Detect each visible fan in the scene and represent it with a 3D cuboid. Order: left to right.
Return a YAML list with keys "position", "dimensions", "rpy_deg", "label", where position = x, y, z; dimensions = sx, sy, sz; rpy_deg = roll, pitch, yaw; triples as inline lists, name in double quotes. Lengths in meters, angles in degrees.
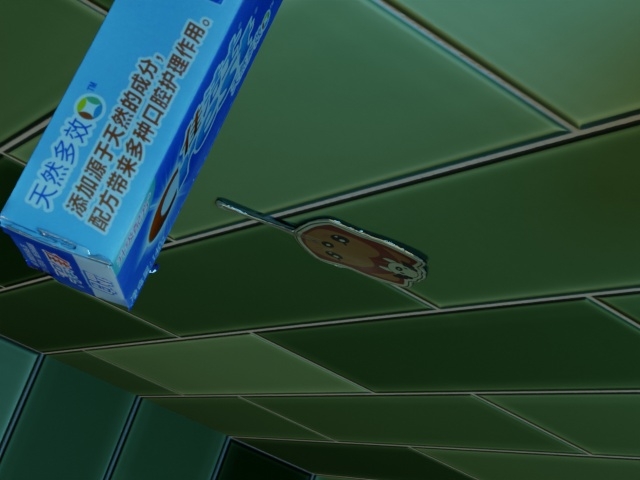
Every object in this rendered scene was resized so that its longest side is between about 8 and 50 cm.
- position: [0.000, 0.000, 1.215]
  dimensions: [0.219, 0.009, 0.132]
  rpy_deg: [20, 161, 0]
  label: "fan"

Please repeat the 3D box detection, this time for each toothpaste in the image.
- position: [-0.047, -0.105, 0.533]
  dimensions: [0.053, 0.272, 0.066]
  rpy_deg: [23, 162, 5]
  label: "toothpaste"
